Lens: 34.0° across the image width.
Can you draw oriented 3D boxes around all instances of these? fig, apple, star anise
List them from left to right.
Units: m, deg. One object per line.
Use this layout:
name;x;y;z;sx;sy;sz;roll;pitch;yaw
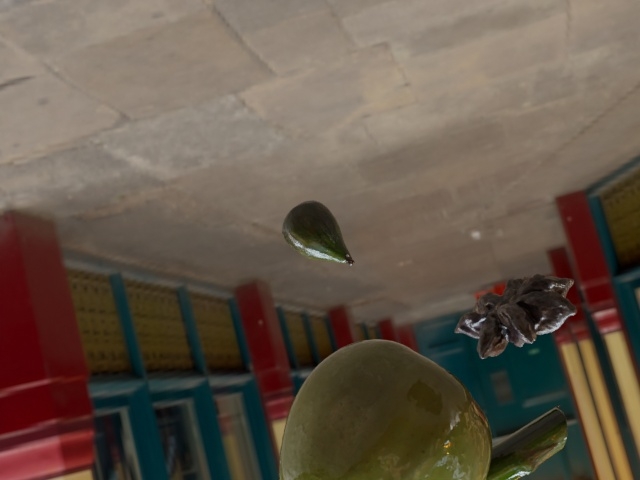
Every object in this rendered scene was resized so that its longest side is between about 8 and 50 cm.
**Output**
fig;0.000;0.000;2.225;0.117;0.177;0.117;-41;169;-10
apple;0.083;0.269;1.340;0.279;0.279;0.279;-14;171;-2
star anise;0.308;0.108;1.617;0.197;0.073;0.212;-28;-168;-3

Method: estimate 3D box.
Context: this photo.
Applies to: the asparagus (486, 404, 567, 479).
asparagus;0.231;0.326;1.465;0.278;0.067;0.060;-31;149;5
